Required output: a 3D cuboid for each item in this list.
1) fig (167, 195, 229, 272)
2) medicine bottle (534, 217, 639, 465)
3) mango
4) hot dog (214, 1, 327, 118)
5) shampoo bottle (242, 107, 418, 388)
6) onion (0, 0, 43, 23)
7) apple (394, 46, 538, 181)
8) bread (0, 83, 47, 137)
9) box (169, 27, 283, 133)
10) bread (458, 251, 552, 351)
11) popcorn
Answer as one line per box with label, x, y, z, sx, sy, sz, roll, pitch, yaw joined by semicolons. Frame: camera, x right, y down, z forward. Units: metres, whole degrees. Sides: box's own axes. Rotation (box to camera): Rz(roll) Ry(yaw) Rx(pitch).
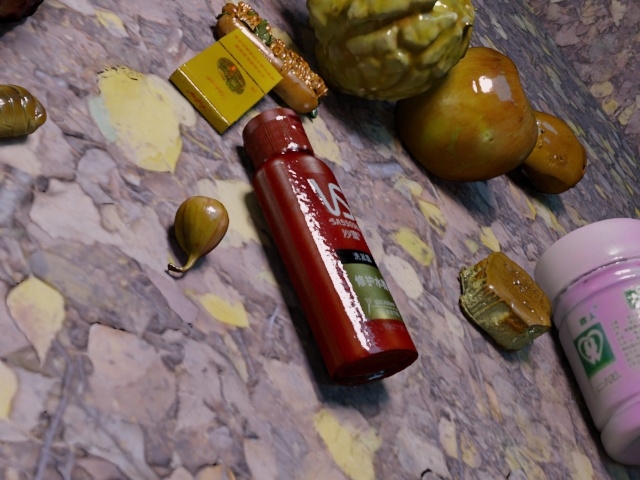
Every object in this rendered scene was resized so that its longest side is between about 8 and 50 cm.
fig;-0.115;-0.003;0.747;0.050;0.050;0.083;38;52;-24
medicine bottle;0.475;0.150;1.240;0.212;0.212;0.326;26;39;-38
mango;0.434;-0.183;1.646;0.248;0.151;0.156;23;8;-32
hot dog;-0.060;-0.236;1.070;0.188;0.055;0.072;41;30;-16
shampoo bottle;0.001;0.000;0.870;0.118;0.076;0.314;8;51;-48
onion;-0.284;-0.351;0.686;0.282;0.260;0.337;52;28;-10
apple;0.234;-0.202;1.331;0.237;0.207;0.237;52;28;-41
bread;-0.263;-0.106;0.660;0.049;0.034;0.088;52;29;12
box;-0.107;-0.192;0.968;0.087;0.023;0.155;50;36;-11
bread;0.259;0.089;1.147;0.140;0.069;0.128;43;31;-13
popcorn;0.096;-0.330;1.180;0.282;0.247;0.282;-18;90;-79
